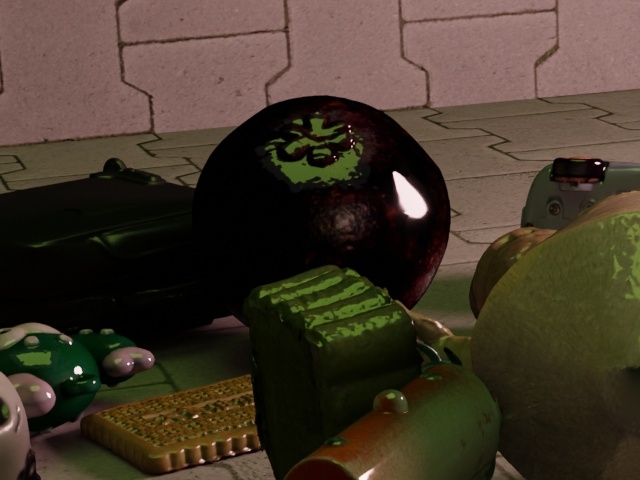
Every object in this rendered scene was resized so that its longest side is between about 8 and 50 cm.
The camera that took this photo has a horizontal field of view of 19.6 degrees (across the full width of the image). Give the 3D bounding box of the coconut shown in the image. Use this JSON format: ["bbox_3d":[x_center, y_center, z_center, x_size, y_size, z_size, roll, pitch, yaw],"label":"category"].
[{"bbox_3d":[0.283,0.107,1.553,0.297,0.297,0.309,2,8,19],"label":"coconut"}]

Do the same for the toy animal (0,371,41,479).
[{"bbox_3d":[-0.371,0.177,1.615,0.235,0.165,0.187,-10,37,-27],"label":"toy animal"}]

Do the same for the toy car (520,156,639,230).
[{"bbox_3d":[0.393,-0.011,2.279,0.271,0.180,0.212,4,4,23],"label":"toy car"}]

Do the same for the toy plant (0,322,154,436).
[{"bbox_3d":[-0.306,0.141,1.882,0.243,0.112,0.232,-4,10,23],"label":"toy plant"}]

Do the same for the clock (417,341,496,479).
[{"bbox_3d":[0.111,0.155,1.681,0.041,0.135,0.101,-13,15,-36],"label":"clock"}]

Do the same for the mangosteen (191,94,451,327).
[{"bbox_3d":[-0.009,-0.012,2.083,0.297,0.297,0.313,-10,-22,-28],"label":"mangosteen"}]

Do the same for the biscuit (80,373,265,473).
[{"bbox_3d":[-0.096,0.177,1.867,0.254,0.029,0.172,-10,14,-31],"label":"biscuit"}]

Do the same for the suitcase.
[{"bbox_3d":[-0.279,0.022,2.223,0.345,0.188,0.339,-11,14,-39],"label":"suitcase"}]

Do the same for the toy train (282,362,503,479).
[{"bbox_3d":[0.057,0.198,1.413,0.116,0.177,0.285,3,15,28],"label":"toy train"}]

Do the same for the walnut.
[{"bbox_3d":[0.247,0.053,2.102,0.162,0.140,0.140,-27,23,-27],"label":"walnut"}]

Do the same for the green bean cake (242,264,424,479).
[{"bbox_3d":[0.017,0.139,1.607,0.113,0.214,0.200,-13,15,-19],"label":"green bean cake"}]

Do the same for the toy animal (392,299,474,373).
[{"bbox_3d":[0.148,0.123,1.946,0.219,0.103,0.101,2,-9,31],"label":"toy animal"}]
